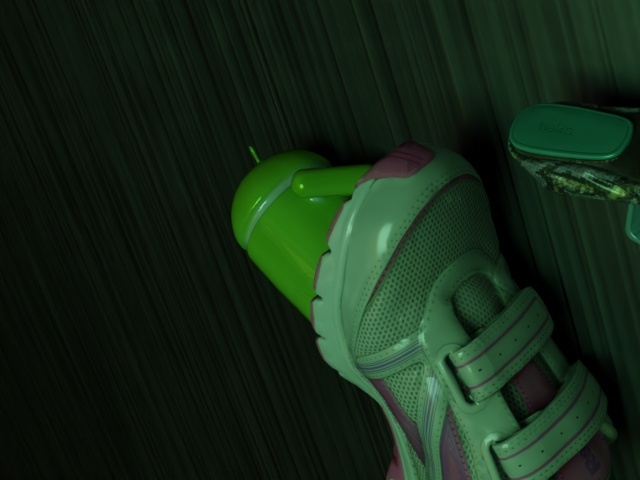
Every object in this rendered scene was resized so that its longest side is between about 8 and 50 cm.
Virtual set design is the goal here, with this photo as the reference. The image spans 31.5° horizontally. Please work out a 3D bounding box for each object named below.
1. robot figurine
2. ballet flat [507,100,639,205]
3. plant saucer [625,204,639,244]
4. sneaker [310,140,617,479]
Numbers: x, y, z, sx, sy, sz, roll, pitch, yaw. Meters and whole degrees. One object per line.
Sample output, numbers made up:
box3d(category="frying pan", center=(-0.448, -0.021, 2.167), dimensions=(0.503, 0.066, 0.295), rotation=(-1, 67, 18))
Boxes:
box3d(category="robot figurine", center=(0.000, 0.000, 0.589), dimensions=(0.115, 0.067, 0.101), rotation=(45, 155, 21))
box3d(category="ballet flat", center=(0.120, -0.027, 0.402), dimensions=(0.114, 0.041, 0.041), rotation=(16, 130, 49))
box3d(category="plant saucer", center=(0.144, -0.066, 0.379), dimensions=(0.067, 0.018, 0.192), rotation=(32, 140, 37))
box3d(category="sneaker", center=(0.080, 0.068, 0.520), dimensions=(0.111, 0.103, 0.252), rotation=(15, 135, 43))
